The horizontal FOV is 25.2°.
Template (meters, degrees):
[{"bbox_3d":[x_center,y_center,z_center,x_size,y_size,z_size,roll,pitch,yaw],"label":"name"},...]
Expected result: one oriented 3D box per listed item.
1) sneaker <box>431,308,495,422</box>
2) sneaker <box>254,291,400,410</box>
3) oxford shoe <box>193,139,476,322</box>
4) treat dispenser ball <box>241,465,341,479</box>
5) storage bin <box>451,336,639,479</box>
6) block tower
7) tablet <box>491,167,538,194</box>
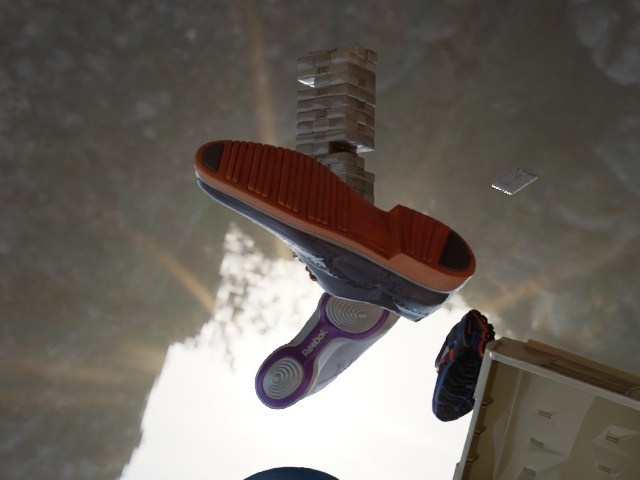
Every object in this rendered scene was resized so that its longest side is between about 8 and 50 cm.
[{"bbox_3d":[0.224,0.215,2.334,0.083,0.221,0.087,38,134,-11],"label":"sneaker"},{"bbox_3d":[0.021,0.153,2.320,0.114,0.305,0.152,51,-175,11],"label":"sneaker"},{"bbox_3d":[0.000,0.000,1.723,0.364,0.132,0.130,26,-143,-11],"label":"oxford shoe"},{"bbox_3d":[-0.043,0.475,2.090,0.288,0.288,0.288,17,-177,-1],"label":"treat dispenser ball"},{"bbox_3d":[0.294,0.280,1.769,0.260,0.262,0.123,19,-165,24],"label":"storage bin"},{"bbox_3d":[0.022,-0.121,2.132,0.097,0.335,0.091,-6,169,32],"label":"block tower"},{"bbox_3d":[0.318,-0.098,2.346,0.006,0.054,0.083,60,172,-20],"label":"tablet"}]
